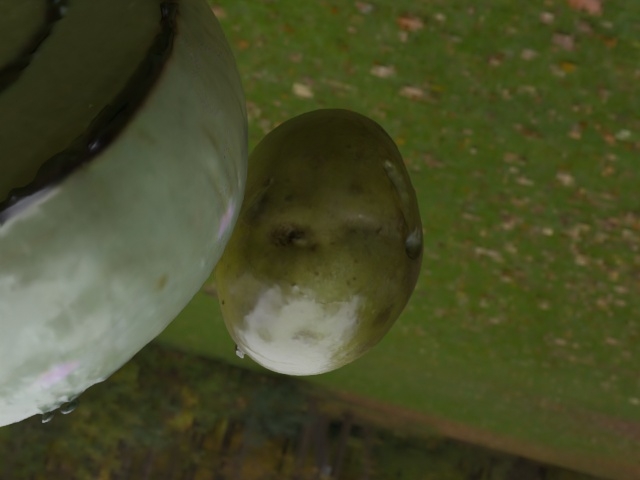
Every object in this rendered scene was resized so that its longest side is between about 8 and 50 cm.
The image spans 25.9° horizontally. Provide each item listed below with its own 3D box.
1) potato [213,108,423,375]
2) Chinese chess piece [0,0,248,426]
[{"bbox_3d":[-0.001,0.002,0.992,0.148,0.197,0.228,27,168,1],"label":"potato"},{"bbox_3d":[-0.215,-0.052,0.801,0.349,0.349,0.146,11,142,29],"label":"Chinese chess piece"}]
